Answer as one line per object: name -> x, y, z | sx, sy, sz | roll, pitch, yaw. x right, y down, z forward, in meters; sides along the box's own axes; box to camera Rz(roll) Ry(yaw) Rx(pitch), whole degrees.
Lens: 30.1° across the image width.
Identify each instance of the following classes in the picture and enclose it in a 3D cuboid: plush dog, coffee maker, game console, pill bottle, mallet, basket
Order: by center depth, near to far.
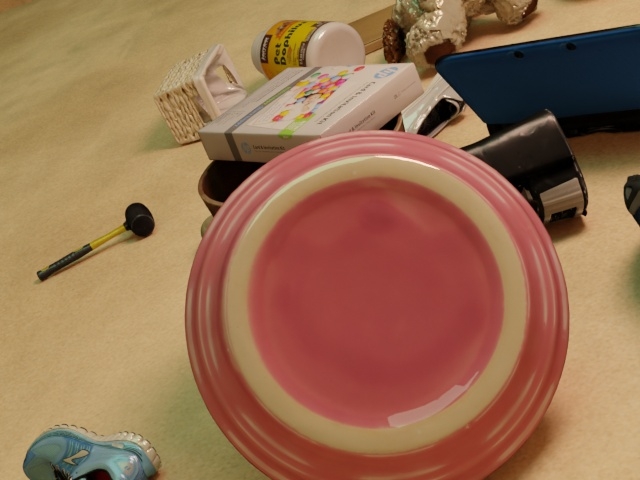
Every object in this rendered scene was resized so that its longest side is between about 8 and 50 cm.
coffee maker -> 0.184, -0.075, 1.314 | 0.178, 0.171, 0.120 | -23, 9, -5
game console -> 0.335, -0.225, 1.479 | 0.293, 0.173, 0.250 | -2, 32, 36
mallet -> -0.333, 0.002, 1.757 | 0.189, 0.039, 0.062 | -27, 26, 1
plush dog -> 0.196, -0.399, 1.960 | 0.262, 0.211, 0.225 | -31, 0, -20
pill bottle -> -0.028, -0.316, 2.028 | 0.117, 0.117, 0.215 | -35, 28, -25
basket -> -0.207, -0.252, 2.061 | 0.103, 0.113, 0.167 | -18, 25, 19

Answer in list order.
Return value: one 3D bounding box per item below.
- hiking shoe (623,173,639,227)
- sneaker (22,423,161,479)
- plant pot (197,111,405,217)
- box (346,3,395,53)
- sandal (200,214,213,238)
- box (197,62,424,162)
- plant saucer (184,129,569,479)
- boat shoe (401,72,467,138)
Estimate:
hiking shoe -> 0.339, 0.007, 1.087 | 0.113, 0.132, 0.304 | 2, 5, 6
sneaker -> -0.242, 0.230, 1.194 | 0.162, 0.063, 0.073 | -7, 33, 31
plant pot -> 0.017, 0.005, 1.221 | 0.215, 0.230, 0.215 | -18, 26, 9
box -> 0.099, -0.382, 2.165 | 0.201, 0.021, 0.164 | -23, 25, 0
sandal -> -0.030, -0.084, 1.606 | 0.302, 0.086, 0.120 | -30, 26, -14
box -> -0.012, -0.127, 1.190 | 0.186, 0.038, 0.145 | 9, 39, 46
plant saucer -> 0.046, 0.058, 1.004 | 0.332, 0.332, 0.084 | -24, -14, -3
boat shoe -> 0.174, -0.194, 1.685 | 0.184, 0.066, 0.063 | -36, 38, -28
